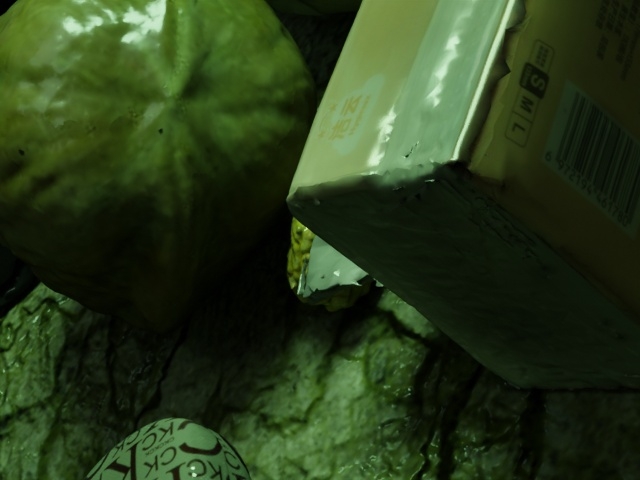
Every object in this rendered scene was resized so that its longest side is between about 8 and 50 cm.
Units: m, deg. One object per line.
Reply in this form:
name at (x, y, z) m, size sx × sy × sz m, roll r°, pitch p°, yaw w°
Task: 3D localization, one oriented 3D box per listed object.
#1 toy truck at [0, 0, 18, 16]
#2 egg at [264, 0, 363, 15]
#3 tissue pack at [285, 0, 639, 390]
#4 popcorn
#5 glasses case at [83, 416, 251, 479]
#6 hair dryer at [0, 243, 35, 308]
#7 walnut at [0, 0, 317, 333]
toy truck at (-0.187, -0.337, 1.402) m, size 0.180 × 0.254 × 0.405 m, roll 130°, pitch 154°, yaw -51°
egg at (0.000, -0.268, 1.196) m, size 0.269 × 0.219 × 0.219 m, roll 1°, pitch 58°, yaw 39°
tissue pack at (0.112, -0.096, 0.947) m, size 0.239 × 0.238 × 0.305 m, roll -3°, pitch 57°, yaw 43°
popcorn at (0.000, 0.000, 1.075) m, size 0.084 × 0.084 × 0.084 m, roll -26°, pitch 42°, yaw 26°
glasses case at (-0.076, 0.252, 0.910) m, size 0.137 × 0.085 × 0.354 m, roll -40°, pitch 41°, yaw 25°
hair dryer at (-0.285, -0.100, 1.326) m, size 0.089 × 0.251 × 0.197 m, roll -10°, pitch 37°, yaw -9°
walnut at (-0.123, -0.066, 1.131) m, size 0.283 × 0.227 × 0.282 m, roll 180°, pitch 90°, yaw -75°
